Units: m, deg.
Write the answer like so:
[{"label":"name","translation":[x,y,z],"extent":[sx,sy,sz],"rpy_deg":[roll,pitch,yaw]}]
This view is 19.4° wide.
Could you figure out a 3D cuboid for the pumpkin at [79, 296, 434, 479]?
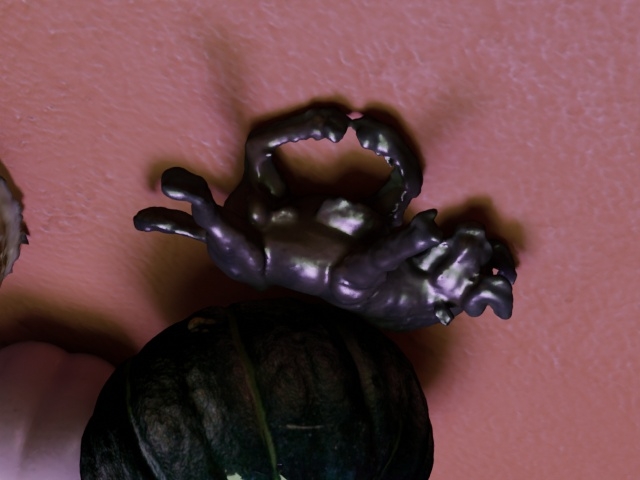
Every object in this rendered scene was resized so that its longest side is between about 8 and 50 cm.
[{"label":"pumpkin","translation":[-0.039,0.136,1.165],"extent":[0.221,0.162,0.220],"rpy_deg":[-10,137,-9]}]

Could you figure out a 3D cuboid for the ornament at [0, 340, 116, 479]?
[{"label":"ornament","translation":[-0.193,0.162,1.272],"extent":[0.178,0.177,0.177],"rpy_deg":[10,139,9]}]

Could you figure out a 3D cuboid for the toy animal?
[{"label":"toy animal","translation":[0.000,0.000,1.083],"extent":[0.233,0.084,0.148],"rpy_deg":[9,141,4]}]

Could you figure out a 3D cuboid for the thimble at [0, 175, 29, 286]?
[{"label":"thimble","translation":[-0.336,0.010,1.158],"extent":[0.271,0.150,0.270],"rpy_deg":[10,139,8]}]
